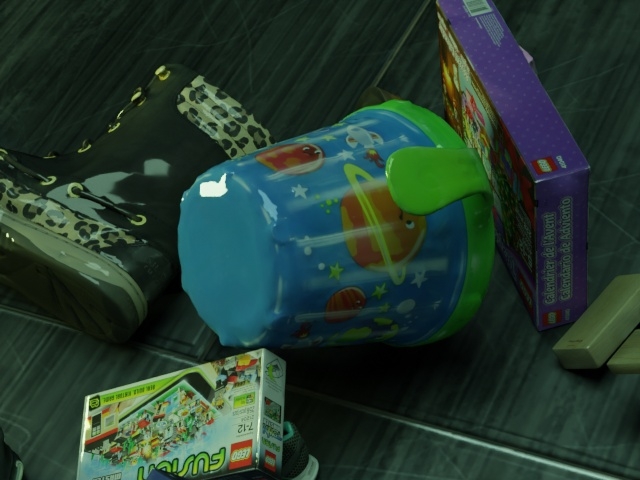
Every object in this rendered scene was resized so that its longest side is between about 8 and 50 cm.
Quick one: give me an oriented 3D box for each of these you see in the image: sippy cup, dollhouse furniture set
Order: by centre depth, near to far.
[{"bbox_3d":[0.000,0.000,1.428,0.224,0.305,0.240,-11,43,-37],"label":"sippy cup"},{"bbox_3d":[0.318,0.118,1.445,0.144,0.123,0.151,-43,18,-29],"label":"dollhouse furniture set"}]

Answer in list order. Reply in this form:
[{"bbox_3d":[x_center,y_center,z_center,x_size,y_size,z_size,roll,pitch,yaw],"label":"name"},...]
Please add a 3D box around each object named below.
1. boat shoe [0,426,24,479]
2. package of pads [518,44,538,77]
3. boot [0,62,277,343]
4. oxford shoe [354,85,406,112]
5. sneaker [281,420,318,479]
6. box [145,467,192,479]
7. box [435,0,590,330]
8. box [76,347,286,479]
[{"bbox_3d":[-0.334,0.282,1.357,0.114,0.091,0.302,-8,43,31],"label":"boat shoe"},{"bbox_3d":[0.212,-0.202,1.767,0.032,0.050,0.083,-29,48,-11],"label":"package of pads"},{"bbox_3d":[-0.253,-0.079,1.668,0.377,0.138,0.284,29,58,28],"label":"boot"},{"bbox_3d":[0.103,-0.077,1.655,0.076,0.076,0.212,13,45,-33],"label":"oxford shoe"},{"bbox_3d":[-0.085,0.182,1.421,0.166,0.076,0.065,3,45,13],"label":"sneaker"},{"bbox_3d":[-0.056,0.239,1.263,0.136,0.225,0.036,25,85,30],"label":"box"},{"bbox_3d":[0.187,-0.083,1.547,0.057,0.201,0.293,-15,44,-6],"label":"box"},{"bbox_3d":[-0.125,0.173,1.387,0.207,0.036,0.114,-17,55,30],"label":"box"}]
